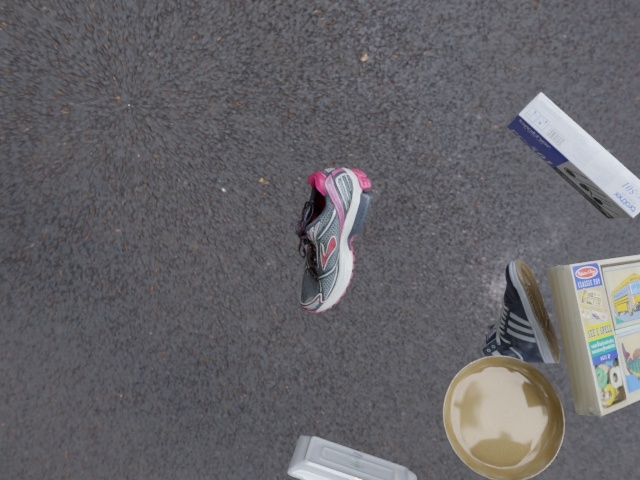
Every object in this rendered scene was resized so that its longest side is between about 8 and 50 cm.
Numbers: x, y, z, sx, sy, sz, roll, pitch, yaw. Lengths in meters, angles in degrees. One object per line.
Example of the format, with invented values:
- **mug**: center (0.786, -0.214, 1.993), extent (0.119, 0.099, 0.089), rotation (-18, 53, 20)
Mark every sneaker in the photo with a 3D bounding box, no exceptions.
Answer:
- **sneaker**: center (0.000, 0.000, 1.026), extent (0.112, 0.121, 0.299), rotation (0, 113, -33)
- **sneaker**: center (0.425, 0.174, 1.197), extent (0.282, 0.153, 0.099), rotation (61, 37, -23)

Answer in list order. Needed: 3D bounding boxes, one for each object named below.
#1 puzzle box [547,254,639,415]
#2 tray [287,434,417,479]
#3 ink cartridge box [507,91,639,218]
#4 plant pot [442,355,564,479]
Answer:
- **puzzle box**: center (0.618, 0.164, 1.056), extent (0.409, 0.052, 0.271), rotation (-5, 81, -33)
- **tray**: center (0.075, 0.476, 1.102), extent (0.271, 0.145, 0.030), rotation (17, 101, 5)
- **ink cartridge box**: center (0.366, -0.117, 0.760), extent (0.207, 0.097, 0.046), rotation (45, 98, 7)
- **plant pot**: center (0.358, 0.349, 1.051), extent (0.237, 0.032, 0.236), rotation (0, 75, 0)
